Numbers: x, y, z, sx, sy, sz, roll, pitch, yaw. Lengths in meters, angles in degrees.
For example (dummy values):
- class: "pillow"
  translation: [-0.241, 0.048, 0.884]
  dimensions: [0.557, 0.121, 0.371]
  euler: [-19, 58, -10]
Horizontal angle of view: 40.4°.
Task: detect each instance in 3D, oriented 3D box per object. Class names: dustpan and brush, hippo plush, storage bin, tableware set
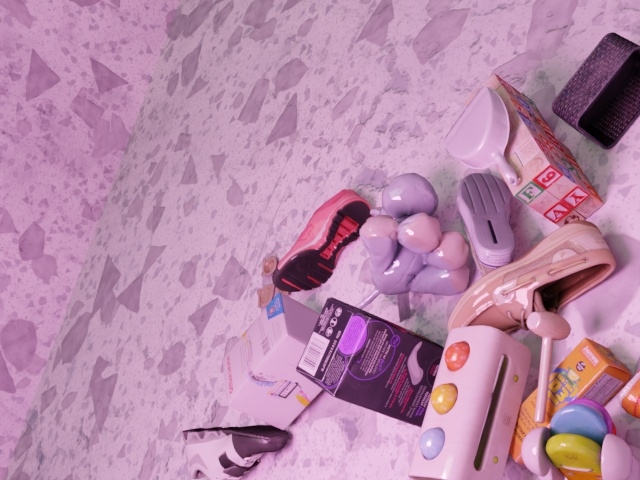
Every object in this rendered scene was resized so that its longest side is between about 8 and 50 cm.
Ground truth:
- class: "dustpan and brush"
  translation: [0.310, -0.171, 1.597]
  dimensions: [0.147, 0.060, 0.211]
  euler: [-55, 27, 30]
- class: "hippo plush"
  translation: [0.207, -0.005, 1.835]
  dimensions: [0.294, 0.235, 0.236]
  euler: [92, -169, -46]
- class: "storage bin"
  translation: [0.534, -0.275, 1.607]
  dimensions: [0.180, 0.122, 0.084]
  euler: [-54, 36, 13]
- class: "tableware set"
  translation: [-0.113, 0.100, 2.284]
  dimensions: [0.169, 0.020, 0.141]
  euler: [-19, 54, 46]

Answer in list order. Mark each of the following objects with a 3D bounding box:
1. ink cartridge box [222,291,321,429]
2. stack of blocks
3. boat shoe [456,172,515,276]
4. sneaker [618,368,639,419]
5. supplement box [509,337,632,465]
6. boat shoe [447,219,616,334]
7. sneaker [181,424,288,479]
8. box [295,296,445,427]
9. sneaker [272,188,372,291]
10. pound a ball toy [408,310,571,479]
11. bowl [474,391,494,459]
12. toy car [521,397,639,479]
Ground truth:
- class: "ink cartridge box"
  translation: [-0.090, 0.279, 1.994]
  dimensions: [0.232, 0.168, 0.171]
  euler: [-49, 27, 20]
- class: "stack of blocks"
  translation: [0.403, -0.172, 1.667]
  dimensions: [0.087, 0.171, 0.297]
  euler: [-44, 39, 26]
- class: "boat shoe"
  translation: [0.324, -0.028, 1.720]
  dimensions: [0.302, 0.109, 0.094]
  euler: [-82, -7, -54]
- class: "sneaker"
  translation: [0.541, 0.204, 1.363]
  dimensions: [0.067, 0.064, 0.175]
  euler: [37, 105, 37]
- class: "supplement box"
  translation: [0.406, 0.275, 1.461]
  dimensions: [0.233, 0.080, 0.078]
  euler: [-51, 36, 15]
- class: "boat shoe"
  translation: [0.373, 0.103, 1.574]
  dimensions: [0.341, 0.122, 0.110]
  euler: [-43, 39, 25]
- class: "sneaker"
  translation: [-0.196, 0.514, 2.065]
  dimensions: [0.331, 0.123, 0.146]
  euler: [-15, 77, 43]
- class: "box"
  translation: [0.116, 0.239, 1.684]
  dimensions: [0.143, 0.270, 0.165]
  euler: [23, 87, 55]
- class: "sneaker"
  translation: [0.001, 0.000, 2.150]
  dimensions: [0.314, 0.116, 0.136]
  euler: [-46, 28, 13]
- class: "pound a ball toy"
  translation: [0.274, 0.261, 1.463]
  dimensions: [0.208, 0.136, 0.319]
  euler: [-17, 48, 57]
- class: "bowl"
  translation: [0.289, 0.347, 1.586]
  dimensions: [0.142, 0.053, 0.141]
  euler: [-4, 65, 50]
- class: "toy car"
  translation: [0.410, 0.316, 1.349]
  dimensions: [0.159, 0.182, 0.136]
  euler: [0, 61, 32]
